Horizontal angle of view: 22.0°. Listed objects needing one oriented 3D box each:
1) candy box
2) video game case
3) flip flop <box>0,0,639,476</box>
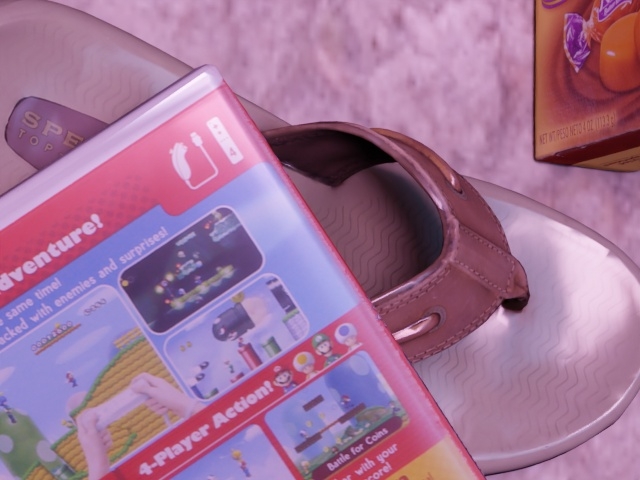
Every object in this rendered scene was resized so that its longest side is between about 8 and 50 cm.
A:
[{"bbox_3d":[0.128,-0.126,0.605,0.053,0.109,0.187,7,80,-26],"label":"candy box"},{"bbox_3d":[-0.039,0.121,0.495,0.204,0.025,0.285,-34,100,-4],"label":"video game case"},{"bbox_3d":[0.000,0.000,0.539,0.277,0.080,0.112,26,72,-22],"label":"flip flop"}]
